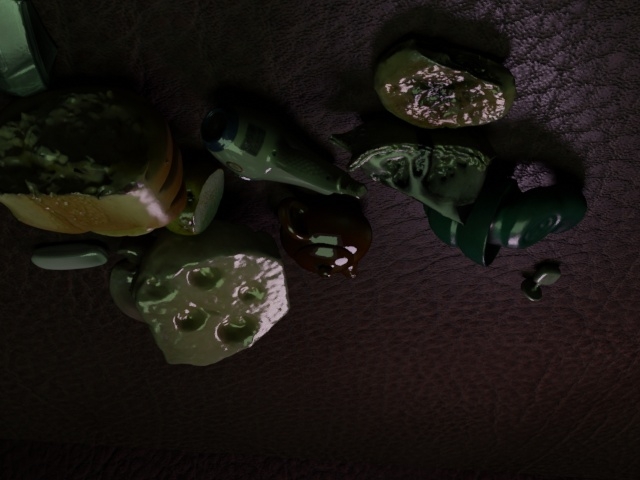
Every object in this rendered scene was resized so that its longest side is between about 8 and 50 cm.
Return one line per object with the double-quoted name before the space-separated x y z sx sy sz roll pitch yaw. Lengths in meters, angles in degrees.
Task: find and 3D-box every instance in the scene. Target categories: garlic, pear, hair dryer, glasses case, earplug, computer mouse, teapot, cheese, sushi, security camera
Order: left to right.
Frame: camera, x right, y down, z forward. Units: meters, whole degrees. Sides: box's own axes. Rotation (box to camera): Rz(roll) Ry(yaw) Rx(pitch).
"computer mouse" -0.454 -0.274 1.391 0.126 0.071 0.231 0 152 3
"glasses case" -0.523 0.034 2.026 0.164 0.041 0.063 -5 153 13
"garlic" -0.292 0.067 1.959 0.325 0.132 0.279 21 125 -31
"pear" -0.238 -0.082 1.702 0.104 0.141 0.141 20 154 8
"cheese" -0.214 0.102 1.842 0.318 0.115 0.326 22 117 -39
"hair dryer" -0.017 -0.113 1.572 0.298 0.119 0.296 27 -175 21
"teapot" 0.000 0.000 1.832 0.178 0.135 0.252 -19 147 28
"sushi" 0.156 -0.149 1.573 0.272 0.134 0.109 24 135 -10
"earplug" 0.327 -0.055 1.730 0.280 0.257 0.164 16 125 13
"security camera" 0.472 0.083 2.066 0.058 0.058 0.092 14 138 -23

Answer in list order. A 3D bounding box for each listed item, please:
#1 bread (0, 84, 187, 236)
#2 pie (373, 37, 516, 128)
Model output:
"bread" -0.363 -0.125 1.548 0.315 0.211 0.270 3 162 13
"pie" 0.181 -0.227 1.468 0.218 0.052 0.185 13 156 -16
